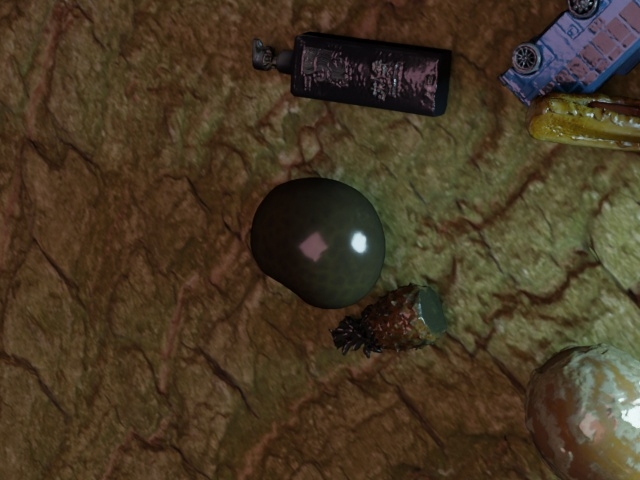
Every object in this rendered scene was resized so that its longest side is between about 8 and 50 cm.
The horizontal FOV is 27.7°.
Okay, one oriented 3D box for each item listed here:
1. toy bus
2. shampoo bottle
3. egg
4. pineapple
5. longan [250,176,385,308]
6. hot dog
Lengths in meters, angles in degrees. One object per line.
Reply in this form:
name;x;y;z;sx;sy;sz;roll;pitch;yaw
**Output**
toy bus;0.371;-0.272;1.784;0.133;0.116;0.234;48;118;6
shampoo bottle;0.041;-0.256;1.957;0.309;0.071;0.098;11;110;23
egg;0.403;0.261;1.851;0.245;0.203;0.203;47;116;6
pineapple;0.097;0.130;2.013;0.198;0.108;0.108;-19;95;35
longan;0.000;0.000;1.975;0.212;0.198;0.198;29;113;20
hot dog;0.415;-0.159;1.752;0.289;0.068;0.083;5;151;-13
